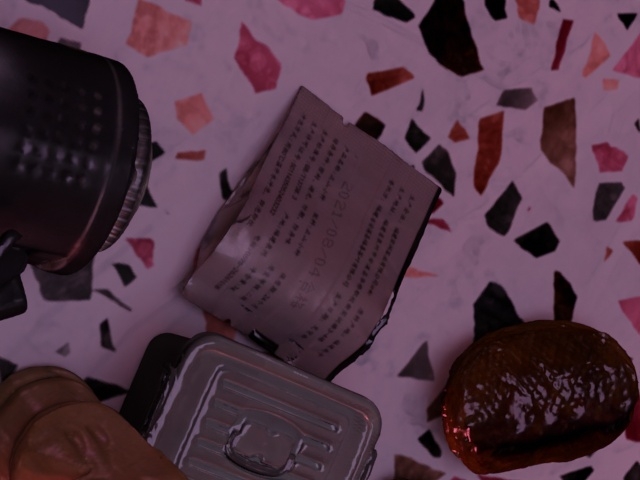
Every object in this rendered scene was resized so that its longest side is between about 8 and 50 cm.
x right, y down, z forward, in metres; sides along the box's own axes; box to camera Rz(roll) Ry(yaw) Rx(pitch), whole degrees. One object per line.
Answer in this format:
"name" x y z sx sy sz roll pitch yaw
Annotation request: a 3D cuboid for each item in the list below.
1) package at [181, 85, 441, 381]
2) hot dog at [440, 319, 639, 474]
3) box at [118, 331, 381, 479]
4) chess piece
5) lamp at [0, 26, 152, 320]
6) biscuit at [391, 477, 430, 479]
"package" 0.000 0.000 1.815 0.204 0.062 0.251 36 77 -26
"hot dog" 0.227 0.171 1.919 0.227 0.099 0.160 -5 98 -24
"box" -0.081 0.186 1.756 0.243 0.135 0.163 24 87 -27
"chess piece" -0.213 0.205 1.604 0.137 0.301 0.137 -5 100 -26
"lamp" -0.287 -0.096 1.584 0.272 0.205 0.374 -8 87 -34
"biscuit" 0.016 0.350 1.872 0.295 0.044 0.186 -24 109 -20
